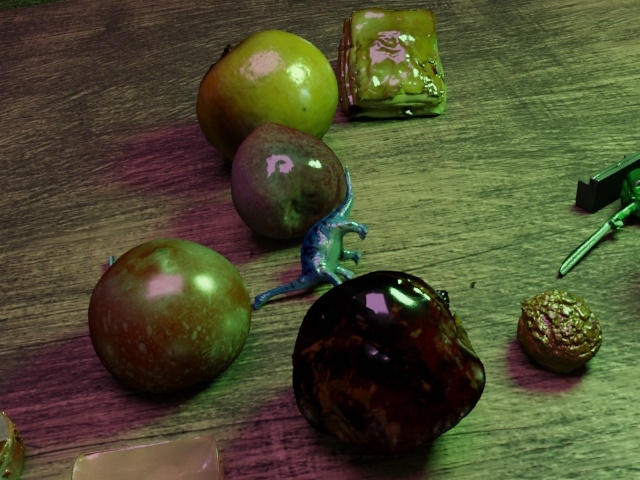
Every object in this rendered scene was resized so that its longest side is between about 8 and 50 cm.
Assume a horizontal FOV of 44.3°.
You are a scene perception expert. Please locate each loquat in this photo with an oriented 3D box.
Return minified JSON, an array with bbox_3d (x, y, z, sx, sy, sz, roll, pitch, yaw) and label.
[{"bbox_3d":[-0.100,-0.304,1.786,0.359,0.328,0.328,46,49,-5],"label":"loquat"}]

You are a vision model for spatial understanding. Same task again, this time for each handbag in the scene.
[{"bbox_3d":[-0.243,0.360,1.106,0.213,0.059,0.157,-9,36,-2],"label":"handbag"}]

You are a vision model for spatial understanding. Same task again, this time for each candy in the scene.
[{"bbox_3d":[0.549,-0.029,1.486,0.323,0.097,0.097,-37,45,-22],"label":"candy"}]

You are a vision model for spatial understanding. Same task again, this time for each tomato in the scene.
[{"bbox_3d":[-0.252,0.110,1.309,0.271,0.222,0.270,-2,38,2],"label":"tomato"}]

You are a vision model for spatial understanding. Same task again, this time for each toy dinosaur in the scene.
[{"bbox_3d":[0.020,0.023,1.469,0.144,0.076,0.329,31,78,14],"label":"toy dinosaur"}]

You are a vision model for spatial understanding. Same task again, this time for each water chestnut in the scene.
[{"bbox_3d":[0.096,0.173,1.149,0.244,0.289,0.289,11,24,-36],"label":"water chestnut"}]

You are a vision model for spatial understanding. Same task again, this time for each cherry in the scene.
[{"bbox_3d":[-0.073,-0.119,1.595,0.240,0.206,0.239,-7,34,5],"label":"cherry"}]

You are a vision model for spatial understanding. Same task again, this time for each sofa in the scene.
[{"bbox_3d":[0.580,-0.127,1.588,0.147,0.085,0.060,-27,44,-23],"label":"sofa"}]

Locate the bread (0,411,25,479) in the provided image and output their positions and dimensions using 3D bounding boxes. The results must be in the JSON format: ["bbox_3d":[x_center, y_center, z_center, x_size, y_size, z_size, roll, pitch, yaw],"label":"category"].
[{"bbox_3d":[-0.527,0.331,1.185,0.161,0.073,0.160,-8,34,5],"label":"bread"}]

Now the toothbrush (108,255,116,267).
[{"bbox_3d":[-0.401,0.099,1.520,0.019,0.016,0.219,-20,39,-2],"label":"toothbrush"}]

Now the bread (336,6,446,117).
[{"bbox_3d":[0.172,-0.465,1.990,0.278,0.167,0.324,-3,56,6],"label":"bread"}]

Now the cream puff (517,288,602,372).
[{"bbox_3d":[0.381,0.138,1.254,0.127,0.103,0.143,-8,42,-2],"label":"cream puff"}]
